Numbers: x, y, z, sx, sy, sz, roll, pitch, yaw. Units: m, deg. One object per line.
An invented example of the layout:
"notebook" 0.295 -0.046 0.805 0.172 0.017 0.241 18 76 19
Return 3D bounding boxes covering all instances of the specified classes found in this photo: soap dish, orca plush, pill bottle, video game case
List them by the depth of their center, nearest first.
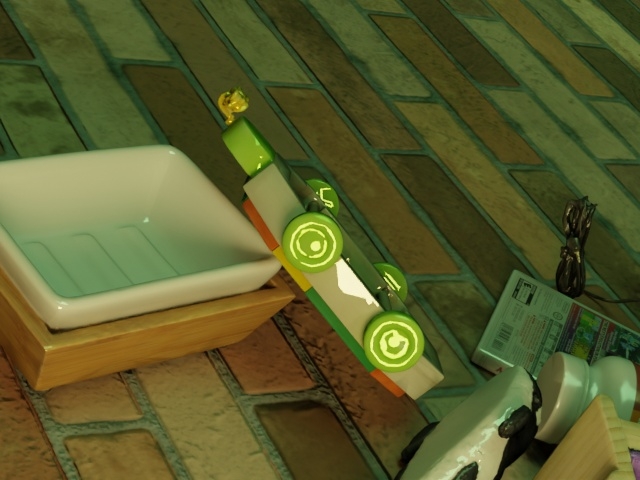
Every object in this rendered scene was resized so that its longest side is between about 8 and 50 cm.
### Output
"orca plush" 0.141 0.228 1.320 0.102 0.151 0.287 56 29 -7
"soap dish" -0.201 0.021 1.378 0.291 0.118 0.229 -10 45 -44
"pill bottle" 0.325 0.189 1.479 0.216 0.121 0.121 19 32 -8
"video game case" 0.275 0.124 1.639 0.183 0.023 0.201 28 30 6

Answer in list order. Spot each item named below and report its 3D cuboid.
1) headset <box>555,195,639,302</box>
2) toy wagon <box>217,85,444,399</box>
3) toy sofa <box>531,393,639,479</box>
"headset" 0.478 0.032 1.732 0.394 0.185 0.243 0 23 -1
"toy wagon" 0.000 0.000 1.438 0.344 0.068 0.267 51 6 -7
"toy sofa" 0.384 0.282 1.327 0.363 0.150 0.177 15 40 -16
